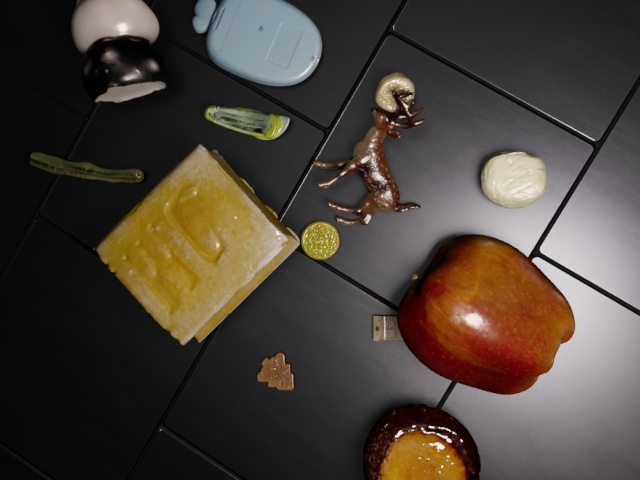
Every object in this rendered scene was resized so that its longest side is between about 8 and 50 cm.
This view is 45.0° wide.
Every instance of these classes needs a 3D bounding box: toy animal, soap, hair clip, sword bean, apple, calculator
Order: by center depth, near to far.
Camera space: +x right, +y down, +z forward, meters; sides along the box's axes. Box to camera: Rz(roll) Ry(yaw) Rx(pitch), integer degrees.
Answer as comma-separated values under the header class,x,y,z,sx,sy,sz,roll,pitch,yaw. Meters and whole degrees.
class,x,y,z,sx,sy,sz,roll,pitch,yaw
apple,0.310,0.139,1.482,0.316,0.288,0.288,31,95,-2
toy animal,0.117,-0.165,1.605,0.259,0.087,0.244,-22,111,11
soap,-0.259,0.012,1.639,0.335,0.156,0.293,-42,79,6
toy animal,-0.436,-0.423,1.661,0.187,0.165,0.235,-15,85,8
calculator,-0.142,-0.444,1.672,0.302,0.042,0.188,23,95,6
hair clip,-0.161,-0.258,1.680,0.188,0.033,0.060,14,94,7
sword bean,-0.525,-0.160,1.741,0.269,0.038,0.043,9,116,9

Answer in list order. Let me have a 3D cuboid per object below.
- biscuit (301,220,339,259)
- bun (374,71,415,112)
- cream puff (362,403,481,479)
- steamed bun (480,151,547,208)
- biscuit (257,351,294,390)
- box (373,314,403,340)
class,x,y,z,sx,sy,sz,roll,pitch,yaw
biscuit,0.000,0.000,1.657,0.083,0.023,0.084,0,91,8
bun,0.156,-0.310,1.615,0.086,0.055,0.086,1,117,1
cream puff,0.201,0.443,1.551,0.238,0.165,0.239,0,93,6
steamed bun,0.388,-0.119,1.557,0.129,0.091,0.113,-2,85,13
biscuit,-0.091,0.289,1.676,0.092,0.016,0.082,40,91,6
box,0.153,0.184,1.631,0.083,0.024,0.053,-2,90,8
